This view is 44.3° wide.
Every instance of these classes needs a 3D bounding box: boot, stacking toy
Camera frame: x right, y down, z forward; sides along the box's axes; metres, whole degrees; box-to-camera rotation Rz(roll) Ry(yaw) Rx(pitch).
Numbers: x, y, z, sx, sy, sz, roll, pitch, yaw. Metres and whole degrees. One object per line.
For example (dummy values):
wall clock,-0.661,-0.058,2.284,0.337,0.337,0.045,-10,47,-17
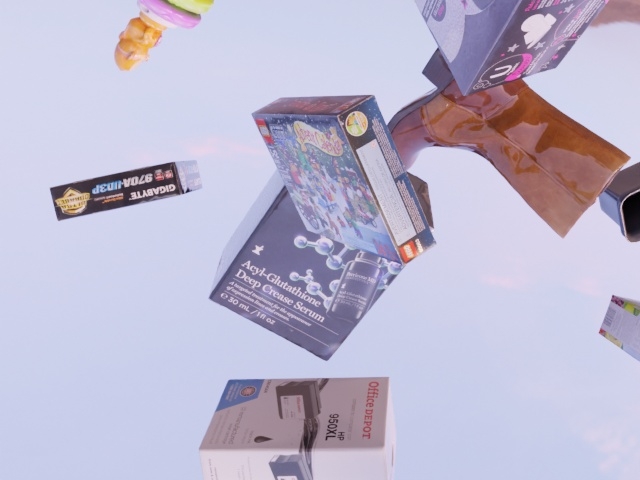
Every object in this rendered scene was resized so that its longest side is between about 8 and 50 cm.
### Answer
boot,0.233,-0.111,1.061,0.280,0.264,0.096,42,-136,8
stacking toy,-0.195,-0.351,1.055,0.165,0.302,0.175,28,-157,-20

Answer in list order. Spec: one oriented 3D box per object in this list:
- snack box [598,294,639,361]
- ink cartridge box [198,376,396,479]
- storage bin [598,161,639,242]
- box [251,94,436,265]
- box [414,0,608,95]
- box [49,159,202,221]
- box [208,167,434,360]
snack box,0.511,0.150,1.061,0.174,0.070,0.207,12,-169,-15
ink cartridge box,-0.037,0.443,1.743,0.394,0.166,0.285,-3,-159,8
storage bin,0.482,-0.065,1.162,0.135,0.098,0.091,-24,-151,-3
box,0.016,-0.071,0.824,0.044,0.159,0.233,-32,-160,-16
box,0.213,-0.301,0.845,0.142,0.247,0.163,-19,-107,-17
box,-0.276,-0.078,1.158,0.175,0.051,0.220,-12,-173,0
box,0.000,0.000,1.621,0.293,0.395,0.212,29,-153,-13
